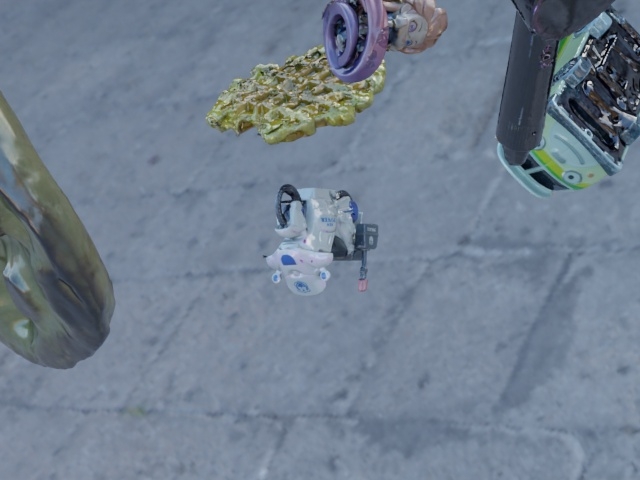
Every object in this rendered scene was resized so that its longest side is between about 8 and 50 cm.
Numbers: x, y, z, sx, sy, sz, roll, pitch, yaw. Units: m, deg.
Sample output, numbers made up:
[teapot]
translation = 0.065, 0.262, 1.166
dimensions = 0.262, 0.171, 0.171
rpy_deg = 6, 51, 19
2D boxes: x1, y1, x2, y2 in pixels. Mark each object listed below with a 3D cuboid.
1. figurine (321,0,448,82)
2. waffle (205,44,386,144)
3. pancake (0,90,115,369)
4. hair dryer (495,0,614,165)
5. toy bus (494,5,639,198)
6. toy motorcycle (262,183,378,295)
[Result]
[figurine]
translation = 0.071, -0.257, 1.406
dimensions = 0.114, 0.126, 0.157
rpy_deg = 36, 49, 30
[waffle]
translation = -0.034, -0.198, 1.654
dimensions = 0.291, 0.051, 0.291
rpy_deg = -16, 28, 9
[pancake]
translation = -0.235, -0.028, 0.825
dimensions = 0.049, 0.294, 0.294
rpy_deg = -35, 30, -25
[hair dryer]
translation = 0.135, -0.137, 0.783
dimensions = 0.070, 0.248, 0.114
rpy_deg = -20, 60, -7
[toy bus]
translation = 0.334, -0.174, 1.568
dimensions = 0.165, 0.133, 0.276
rpy_deg = -38, 12, 44
[toy motorcycle]
translation = 0.000, 0.000, 1.655
dimensions = 0.102, 0.150, 0.221
rpy_deg = -5, -3, 30
